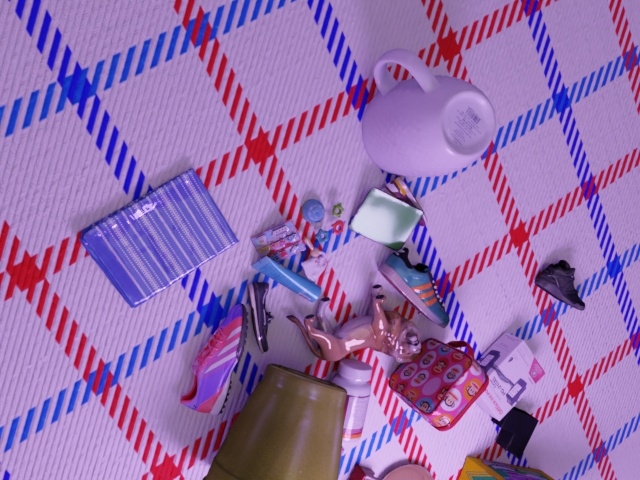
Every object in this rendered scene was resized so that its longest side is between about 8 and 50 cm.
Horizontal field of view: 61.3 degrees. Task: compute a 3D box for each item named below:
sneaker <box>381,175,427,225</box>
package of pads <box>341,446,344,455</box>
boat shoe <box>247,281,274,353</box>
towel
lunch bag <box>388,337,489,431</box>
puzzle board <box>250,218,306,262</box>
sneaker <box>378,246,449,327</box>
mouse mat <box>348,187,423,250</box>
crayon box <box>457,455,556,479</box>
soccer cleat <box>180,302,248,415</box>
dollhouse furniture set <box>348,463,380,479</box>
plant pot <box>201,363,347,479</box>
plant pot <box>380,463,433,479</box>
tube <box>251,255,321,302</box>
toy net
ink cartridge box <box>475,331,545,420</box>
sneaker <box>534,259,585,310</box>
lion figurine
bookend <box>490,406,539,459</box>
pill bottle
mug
[{"bbox_3d":[0.252,-0.104,1.631,0.083,0.070,0.185,-33,114,11],"label":"sneaker"},{"bbox_3d":[0.037,0.678,1.685,0.050,0.032,0.083,22,90,-21],"label":"package of pads"},{"bbox_3d":[-0.159,0.216,1.515,0.064,0.075,0.206,-10,97,-16],"label":"boat shoe"},{"bbox_3d":[-0.412,-0.005,1.404,0.336,0.040,0.243,-34,109,-13],"label":"towel"},{"bbox_3d":[0.359,0.407,1.625,0.120,0.293,0.258,45,82,-16],"label":"lunch bag"},{"bbox_3d":[-0.118,0.009,1.509,0.128,0.011,0.096,-25,107,5],"label":"puzzle board"},{"bbox_3d":[0.317,0.147,1.665,0.121,0.108,0.302,-47,109,-4],"label":"sneaker"},{"bbox_3d":[0.195,-0.060,1.604,0.189,0.007,0.153,24,112,-17],"label":"mouse mat"},{"bbox_3d":[0.707,0.868,1.816,0.362,0.313,0.106,19,88,-22],"label":"crayon box"},{"bbox_3d":[-0.284,0.319,1.471,0.116,0.108,0.318,17,95,-18],"label":"soccer cleat"},{"bbox_3d":[0.060,0.893,1.636,0.152,0.201,0.374,27,89,-22],"label":"dollhouse furniture set"},{"bbox_3d":[-0.090,0.537,1.470,0.366,0.366,0.353,23,79,-22],"label":"plant pot"},{"bbox_3d":[0.273,0.852,1.802,0.236,0.032,0.237,-3,100,-19],"label":"plant pot"},{"bbox_3d":[-0.092,0.108,1.530,0.207,0.080,0.052,32,44,-24],"label":"tube"},{"bbox_3d":[0.000,0.000,1.559,0.122,0.045,0.232,2,99,-23],"label":"toy net"},{"bbox_3d":[0.617,0.461,1.832,0.237,0.100,0.172,-41,109,-10],"label":"ink cartridge box"},{"bbox_3d":[0.864,0.154,1.884,0.227,0.087,0.130,33,92,-17],"label":"sneaker"},{"bbox_3d":[0.106,0.281,1.610,0.392,0.142,0.240,-10,110,-5],"label":"lion figurine"},{"bbox_3d":[0.657,0.662,1.895,0.156,0.072,0.157,26,90,-21],"label":"bookend"},{"bbox_3d":[0.085,0.478,1.623,0.121,0.121,0.221,9,95,-22],"label":"pill bottle"},{"bbox_3d":[0.276,-0.344,1.453,0.276,0.328,0.374,-42,110,-10],"label":"mug"}]
